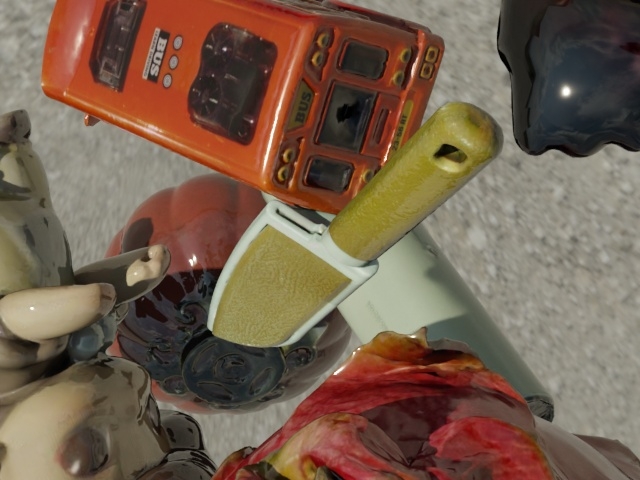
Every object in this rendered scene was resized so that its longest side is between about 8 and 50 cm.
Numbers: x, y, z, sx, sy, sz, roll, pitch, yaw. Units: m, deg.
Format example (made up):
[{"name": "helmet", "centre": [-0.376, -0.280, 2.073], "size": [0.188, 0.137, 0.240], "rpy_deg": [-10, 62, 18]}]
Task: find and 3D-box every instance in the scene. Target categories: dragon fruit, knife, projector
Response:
[{"name": "dragon fruit", "centre": [0.053, 0.178, 0.642], "size": [0.315, 0.250, 0.250], "rpy_deg": [32, 100, -32]}, {"name": "knife", "centre": [-0.001, -0.001, 0.732], "size": [0.061, 0.343, 0.027], "rpy_deg": [33, 64, -5]}, {"name": "projector", "centre": [0.069, 0.045, 1.313], "size": [0.108, 0.337, 0.108], "rpy_deg": [-23, 146, -17]}]

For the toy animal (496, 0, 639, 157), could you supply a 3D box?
[{"name": "toy animal", "centre": [0.142, -0.110, 0.432], "size": [0.116, 0.179, 0.218], "rpy_deg": [41, 124, -13]}]

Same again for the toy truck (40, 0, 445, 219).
[{"name": "toy truck", "centre": [-0.059, -0.093, 0.793], "size": [0.114, 0.253, 0.107], "rpy_deg": [8, 102, -45]}]

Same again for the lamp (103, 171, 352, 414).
[{"name": "lamp", "centre": [-0.107, 0.065, 1.753], "size": [0.303, 0.257, 0.303], "rpy_deg": [-3, 128, -3]}]

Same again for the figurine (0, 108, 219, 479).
[{"name": "figurine", "centre": [-0.172, 0.118, 0.916], "size": [0.203, 0.248, 0.380], "rpy_deg": [-16, 95, 21]}]
